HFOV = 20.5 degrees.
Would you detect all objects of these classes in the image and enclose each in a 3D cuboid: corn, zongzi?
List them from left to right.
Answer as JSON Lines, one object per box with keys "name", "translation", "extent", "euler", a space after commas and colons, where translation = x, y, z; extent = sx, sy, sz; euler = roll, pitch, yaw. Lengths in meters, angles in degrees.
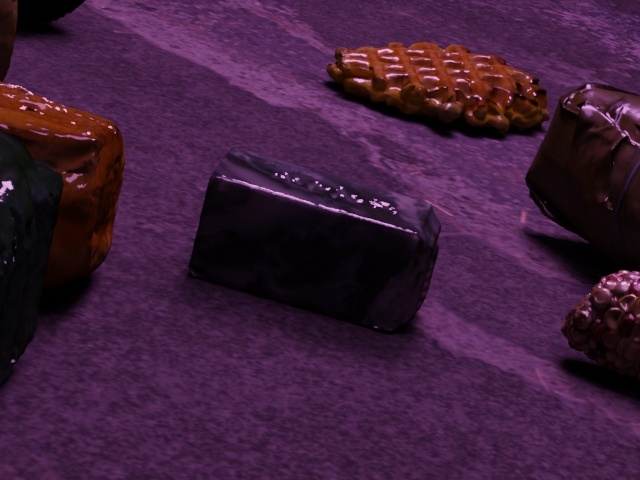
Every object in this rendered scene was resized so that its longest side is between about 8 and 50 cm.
{"name": "corn", "translation": [0.328, 0.092, 1.350], "extent": [0.289, 0.098, 0.098], "euler": [18, 20, 13]}
{"name": "zongzi", "translation": [0.399, -0.010, 1.563], "extent": [0.323, 0.160, 0.360], "euler": [6, 18, -22]}

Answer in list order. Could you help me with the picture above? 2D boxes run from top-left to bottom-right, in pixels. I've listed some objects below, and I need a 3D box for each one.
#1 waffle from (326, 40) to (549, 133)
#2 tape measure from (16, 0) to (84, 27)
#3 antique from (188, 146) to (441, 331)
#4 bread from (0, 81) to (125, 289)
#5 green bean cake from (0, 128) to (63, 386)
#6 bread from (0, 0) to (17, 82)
{"name": "waffle", "translation": [0.129, -0.179, 2.019], "extent": [0.243, 0.059, 0.238], "euler": [24, 25, 31]}
{"name": "tape measure", "translation": [-0.312, -0.317, 1.871], "extent": [0.186, 0.199, 0.112], "euler": [2, 41, -40]}
{"name": "antique", "translation": [0.000, 0.000, 1.378], "extent": [0.183, 0.086, 0.088], "euler": [16, 20, 4]}
{"name": "bread", "translation": [-0.291, -0.058, 1.266], "extent": [0.294, 0.132, 0.167], "euler": [13, 19, 0]}
{"name": "green bean cake", "translation": [-0.330, 0.000, 1.030], "extent": [0.307, 0.169, 0.300], "euler": [17, 19, 3]}
{"name": "bread", "translation": [-0.462, -0.309, 1.644], "extent": [0.239, 0.264, 0.395], "euler": [-9, 31, -40]}
